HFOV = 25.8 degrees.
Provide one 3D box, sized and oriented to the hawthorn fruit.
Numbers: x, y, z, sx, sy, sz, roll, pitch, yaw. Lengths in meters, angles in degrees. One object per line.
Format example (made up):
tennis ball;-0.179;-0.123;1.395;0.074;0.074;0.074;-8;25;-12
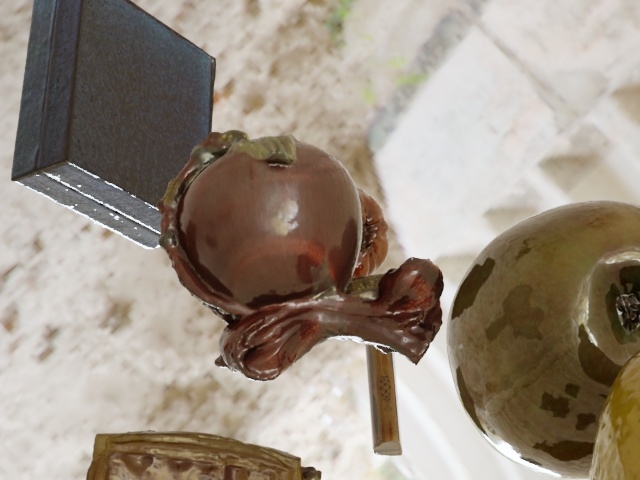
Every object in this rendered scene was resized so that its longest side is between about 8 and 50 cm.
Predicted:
hawthorn fruit;0.000;0.000;1.514;0.138;0.133;0.133;-4;-159;35

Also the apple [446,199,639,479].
apple;0.245;0.089;1.260;0.257;0.257;0.234;-42;180;-14

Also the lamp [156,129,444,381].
lamp;-0.020;0.007;1.141;0.215;0.223;0.151;-14;179;-2

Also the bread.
bread;-0.171;0.403;1.914;0.167;0.324;0.277;150;-52;-77

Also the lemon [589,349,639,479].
lemon;0.300;0.175;0.905;0.245;0.245;0.320;-46;-149;33

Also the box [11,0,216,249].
box;-0.266;-0.166;1.845;0.116;0.279;0.261;-15;151;34

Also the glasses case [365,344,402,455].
glasses case;0.084;0.202;1.892;0.041;0.170;0.065;-5;154;5
